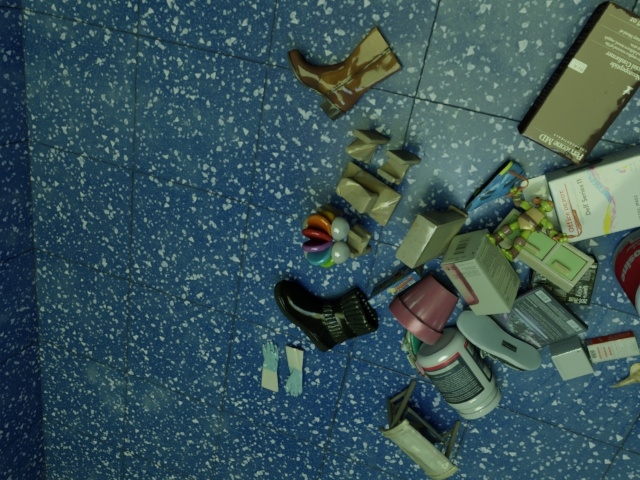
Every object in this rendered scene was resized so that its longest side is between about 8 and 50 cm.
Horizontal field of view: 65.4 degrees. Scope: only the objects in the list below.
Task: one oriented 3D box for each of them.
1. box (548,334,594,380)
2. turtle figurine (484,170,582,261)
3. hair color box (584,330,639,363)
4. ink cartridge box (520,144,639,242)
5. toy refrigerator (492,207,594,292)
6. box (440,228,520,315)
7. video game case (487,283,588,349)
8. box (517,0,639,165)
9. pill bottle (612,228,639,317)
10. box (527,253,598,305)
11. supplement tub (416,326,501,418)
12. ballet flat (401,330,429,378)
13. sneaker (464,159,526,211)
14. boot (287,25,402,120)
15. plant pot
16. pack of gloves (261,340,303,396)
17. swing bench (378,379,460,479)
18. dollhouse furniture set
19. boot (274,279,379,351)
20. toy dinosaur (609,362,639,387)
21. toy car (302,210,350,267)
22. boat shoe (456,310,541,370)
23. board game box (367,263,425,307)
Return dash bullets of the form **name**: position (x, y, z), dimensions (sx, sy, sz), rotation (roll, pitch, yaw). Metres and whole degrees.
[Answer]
- **box**: position (0.827, 0.388, 1.649), dimensions (0.102, 0.087, 0.101), rotation (-26, 100, 24)
- **turtle figurine**: position (0.592, -0.059, 1.452), dimensions (0.217, 0.087, 0.269), rotation (-42, 67, 8)
- **hair color box**: position (0.946, 0.346, 1.620), dimensions (0.141, 0.043, 0.072), rotation (-18, 104, 22)
- **ink cartridge box**: position (0.790, -0.123, 1.451), dimensions (0.353, 0.119, 0.207), rotation (-17, 104, 23)
- **toy refrigerator**: position (0.660, 0.027, 1.496), dimensions (0.269, 0.094, 0.102), rotation (40, 86, 24)
- **box**: position (0.506, 0.102, 1.571), dimensions (0.127, 0.148, 0.232), rotation (-16, 119, 47)
- **video game case**: position (0.686, 0.265, 1.625), dimensions (0.196, 0.026, 0.274), rotation (43, 141, -1)
- **box**: position (0.728, -0.418, 1.352), dimensions (0.191, 0.143, 0.381), rotation (29, 118, 5)
- **pill bottle**: position (0.949, 0.124, 1.332), dimensions (0.229, 0.408, 0.229), rotation (6, 111, 15)
- **box**: position (0.759, 0.114, 1.573), dimensions (0.180, 0.077, 0.147), rotation (6, 112, 17)
- **supplement tub**: position (0.479, 0.457, 1.730), dimensions (0.191, 0.191, 0.272), rotation (-33, 97, 25)
- **ballet flat**: position (0.345, 0.411, 1.830), dimensions (0.079, 0.077, 0.221), rotation (-13, 107, 44)
- **sneaker**: position (0.542, -0.151, 1.550), dimensions (0.082, 0.069, 0.209), rotation (41, 116, -4)
- **boot**: position (0.067, -0.552, 1.538), dimensions (0.280, 0.096, 0.264), rotation (-36, 96, 25)
- **plant pot**: position (0.363, 0.220, 1.691), dimensions (0.201, 0.201, 0.180), rotation (38, 101, 1)
- **pack of gloves**: position (-0.150, 0.521, 2.053), dimensions (0.195, 0.046, 0.232), rotation (12, 110, 26)
- **swing bench**: position (0.361, 0.703, 1.825), dimensions (0.253, 0.255, 0.165), rotation (44, 117, -1)
- **dollhouse furniture set**: position (0.235, -0.109, 1.623), dimensions (0.394, 0.256, 0.362), rotation (38, 118, 25)
- **boot**: position (0.024, 0.237, 1.825), dimensions (0.260, 0.131, 0.348), rotation (-33, 108, 32)
- **toy dinosaur**: position (1.047, 0.449, 1.632), dimensions (0.183, 0.053, 0.092), rotation (-43, 77, 19)
- **toy car**: position (0.000, 0.000, 1.567), dimensions (0.159, 0.136, 0.182), rotation (6, 102, 35)
- **boat shoe**: position (0.582, 0.343, 1.679), dimensions (0.306, 0.113, 0.105), rotation (26, 152, -2)
- **board game box**: position (0.261, 0.143, 1.714), dimensions (0.201, 0.136, 0.035), rotation (-37, 95, 27)
